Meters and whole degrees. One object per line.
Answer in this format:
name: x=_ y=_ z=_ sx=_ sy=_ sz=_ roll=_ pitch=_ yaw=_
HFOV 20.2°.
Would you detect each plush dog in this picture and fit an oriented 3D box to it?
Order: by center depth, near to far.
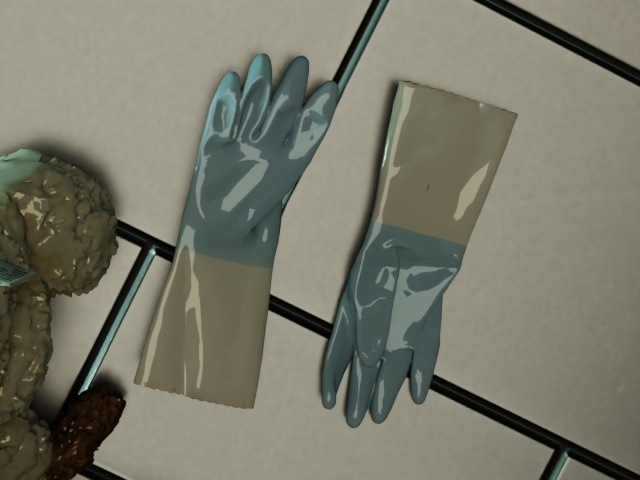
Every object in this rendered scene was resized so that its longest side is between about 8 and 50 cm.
plush dog: x=-0.238 y=0.095 z=1.089 sx=0.262 sy=0.211 sz=0.225 roll=-10 pitch=124 yaw=-1

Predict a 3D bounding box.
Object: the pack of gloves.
pack of gloves: x=0.000 y=0.000 z=1.162 sx=0.195 sy=0.046 sz=0.232 roll=14 pitch=99 yaw=-17
